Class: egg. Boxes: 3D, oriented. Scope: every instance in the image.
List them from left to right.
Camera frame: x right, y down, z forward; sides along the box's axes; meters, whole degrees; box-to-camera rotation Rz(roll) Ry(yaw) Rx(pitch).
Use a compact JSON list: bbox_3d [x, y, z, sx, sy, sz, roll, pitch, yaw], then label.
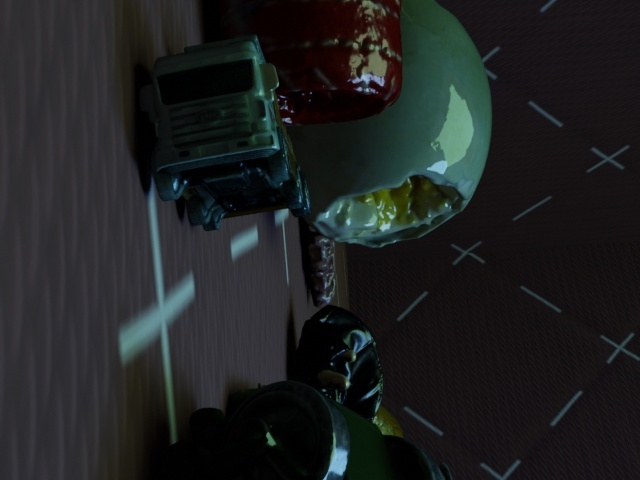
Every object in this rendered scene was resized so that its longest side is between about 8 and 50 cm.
[{"bbox_3d":[0.067,-0.172,1.082,0.278,0.278,0.336,77,6,-68],"label":"egg"}]

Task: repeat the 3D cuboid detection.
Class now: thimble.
[{"bbox_3d":[-0.008,-0.176,0.789,0.189,0.163,0.125,14,75,-79],"label":"thimble"}]

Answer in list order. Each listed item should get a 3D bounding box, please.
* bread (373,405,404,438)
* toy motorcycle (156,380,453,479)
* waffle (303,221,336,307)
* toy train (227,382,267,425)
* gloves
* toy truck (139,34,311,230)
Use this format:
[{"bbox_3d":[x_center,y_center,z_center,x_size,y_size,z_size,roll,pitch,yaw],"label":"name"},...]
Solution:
[{"bbox_3d":[0.057,0.378,1.323,0.119,0.153,0.288,-48,-152,36],"label":"bread"},{"bbox_3d":[0.006,0.195,0.478,0.205,0.127,0.275,42,27,-50],"label":"toy motorcycle"},{"bbox_3d":[0.000,0.000,1.568,0.234,0.056,0.221,-85,169,-66],"label":"waffle"},{"bbox_3d":[-0.044,0.146,0.758,0.209,0.044,0.042,71,16,-77],"label":"toy train"},{"bbox_3d":[0.015,0.187,1.165,0.164,0.124,0.203,57,35,-7],"label":"gloves"},{"bbox_3d":[-0.057,-0.074,0.560,0.177,0.080,0.115,67,14,-82],"label":"toy truck"}]
